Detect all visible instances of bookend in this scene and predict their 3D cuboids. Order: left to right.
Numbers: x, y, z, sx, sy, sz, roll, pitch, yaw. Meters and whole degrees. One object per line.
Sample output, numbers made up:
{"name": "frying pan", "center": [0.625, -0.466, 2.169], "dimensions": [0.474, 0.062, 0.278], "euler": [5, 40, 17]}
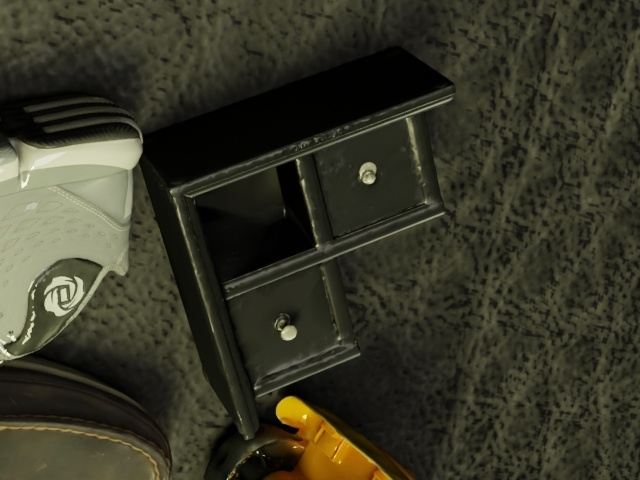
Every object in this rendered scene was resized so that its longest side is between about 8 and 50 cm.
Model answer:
{"name": "bookend", "center": [0.000, 0.000, 0.772], "dimensions": [0.156, 0.072, 0.157], "euler": [-21, 120, -14]}

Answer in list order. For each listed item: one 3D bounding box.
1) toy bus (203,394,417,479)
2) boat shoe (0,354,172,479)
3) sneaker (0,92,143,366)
{"name": "toy bus", "center": [0.017, 0.225, 0.853], "dimensions": [0.211, 0.149, 0.220], "euler": [23, 100, -43]}
{"name": "boat shoe", "center": [-0.238, 0.133, 0.697], "dimensions": [0.355, 0.130, 0.132], "euler": [2, 112, -24]}
{"name": "sneaker", "center": [-0.193, 0.011, 0.690], "dimensions": [0.229, 0.086, 0.132], "euler": [-9, 119, -20]}
